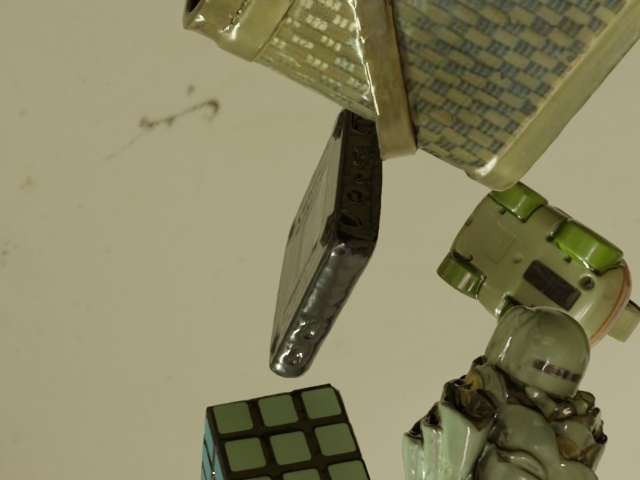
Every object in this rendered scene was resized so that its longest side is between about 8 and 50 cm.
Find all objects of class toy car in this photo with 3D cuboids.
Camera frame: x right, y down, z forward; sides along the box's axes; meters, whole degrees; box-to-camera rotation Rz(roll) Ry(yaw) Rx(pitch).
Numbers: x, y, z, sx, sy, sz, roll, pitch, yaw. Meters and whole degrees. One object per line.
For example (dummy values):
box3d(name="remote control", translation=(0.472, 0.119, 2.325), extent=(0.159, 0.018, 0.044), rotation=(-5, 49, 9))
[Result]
box3d(name="toy car", translation=(0.275, 0.046, 1.307), extent=(0.235, 0.145, 0.235), rotation=(33, -171, -6))

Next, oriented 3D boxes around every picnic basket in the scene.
box3d(name="picnic basket", translation=(0.068, -0.166, 0.409), extent=(0.139, 0.266, 0.165), rotation=(25, -146, -19))

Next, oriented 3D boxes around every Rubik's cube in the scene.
box3d(name="Rubik's cube", translation=(-0.041, 0.281, 1.276), extent=(0.163, 0.160, 0.162), rotation=(-9, -134, -17))

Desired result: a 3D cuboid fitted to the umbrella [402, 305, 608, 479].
box3d(name="umbrella", translation=(0.046, 0.087, 0.345), extent=(0.067, 0.143, 0.062), rotation=(17, -173, -31))

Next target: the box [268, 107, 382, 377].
box3d(name="box", translation=(0.000, 0.000, 0.630), extent=(0.027, 0.125, 0.126), rotation=(17, -138, -11))
